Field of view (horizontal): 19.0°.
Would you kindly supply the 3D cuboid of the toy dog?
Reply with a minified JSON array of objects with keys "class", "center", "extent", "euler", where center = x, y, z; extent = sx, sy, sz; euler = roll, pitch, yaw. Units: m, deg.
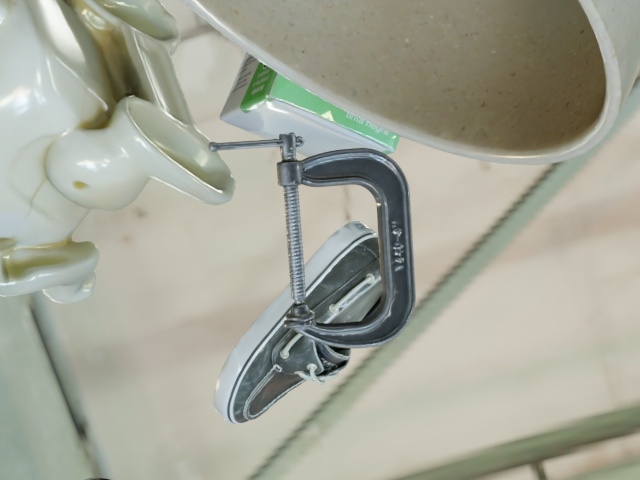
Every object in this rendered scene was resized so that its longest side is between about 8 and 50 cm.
[{"class":"toy dog","center":[-0.348,-0.060,1.881],"extent":[0.408,0.395,0.284],"euler":[-38,-117,22]}]

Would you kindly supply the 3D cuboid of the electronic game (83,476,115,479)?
[{"class":"electronic game","center":[-0.129,0.292,1.624],"extent":[0.229,0.229,0.048],"euler":[14,-134,45]}]

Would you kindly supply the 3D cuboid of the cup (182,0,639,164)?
[{"class":"cup","center":[0.058,-0.230,0.955],"extent":[0.331,0.331,0.237],"euler":[15,-114,47]}]

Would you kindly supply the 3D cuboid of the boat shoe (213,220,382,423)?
[{"class":"boat shoe","center":[-0.012,0.086,1.638],"extent":[0.070,0.219,0.078],"euler":[48,-157,27]}]

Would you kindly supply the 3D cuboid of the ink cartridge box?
[{"class":"ink cartridge box","center":[0.036,-0.220,1.614],"extent":[0.121,0.289,0.211],"euler":[23,174,-11]}]

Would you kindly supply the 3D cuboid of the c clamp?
[{"class":"c clamp","center":[0.000,0.000,1.321],"extent":[0.137,0.161,0.022],"euler":[-11,-174,-17]}]
